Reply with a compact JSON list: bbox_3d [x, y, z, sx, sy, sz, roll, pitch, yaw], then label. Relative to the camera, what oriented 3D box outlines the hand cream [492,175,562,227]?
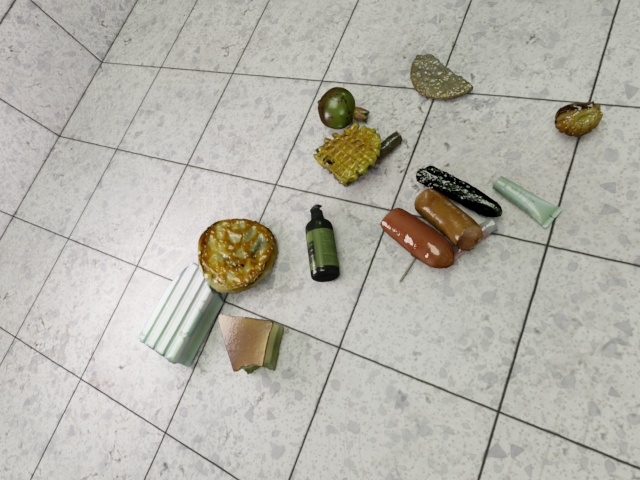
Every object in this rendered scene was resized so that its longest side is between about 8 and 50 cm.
[{"bbox_3d":[0.628,-0.125,1.393,0.078,0.050,0.205,-46,63,-2],"label":"hand cream"}]

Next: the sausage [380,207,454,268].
[{"bbox_3d":[0.314,-0.004,1.438,0.113,0.113,0.259,-48,56,-1],"label":"sausage"}]

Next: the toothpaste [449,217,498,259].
[{"bbox_3d":[0.460,0.002,1.420,0.194,0.043,0.067,-36,57,14],"label":"toothpaste"}]

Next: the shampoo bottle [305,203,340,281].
[{"bbox_3d":[0.000,0.000,1.586,0.101,0.101,0.284,-16,63,17],"label":"shampoo bottle"}]

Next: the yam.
[{"bbox_3d":[0.182,-0.296,1.655,0.274,0.061,0.061,-37,59,5],"label":"yam"}]

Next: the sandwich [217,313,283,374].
[{"bbox_3d":[-0.256,0.356,1.546,0.220,0.108,0.186,4,70,23],"label":"sandwich"}]

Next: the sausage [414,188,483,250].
[{"bbox_3d":[0.395,-0.073,1.423,0.109,0.109,0.270,-41,43,4],"label":"sausage"}]

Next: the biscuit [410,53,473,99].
[{"bbox_3d":[0.420,-0.593,1.681,0.141,0.038,0.290,-39,58,6],"label":"biscuit"}]

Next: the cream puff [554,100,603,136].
[{"bbox_3d":[0.788,-0.370,1.385,0.133,0.119,0.104,4,95,44],"label":"cream puff"}]

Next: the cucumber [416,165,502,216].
[{"bbox_3d":[0.452,-0.157,1.467,0.303,0.081,0.072,35,115,27],"label":"cucumber"}]

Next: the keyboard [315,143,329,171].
[{"bbox_3d":[0.025,-0.321,1.756,0.049,0.015,0.129,-33,60,8],"label":"keyboard"}]

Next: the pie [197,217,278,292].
[{"bbox_3d":[-0.303,0.048,1.671,0.315,0.092,0.315,-1,58,1],"label":"pie"}]

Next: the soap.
[{"bbox_3d":[-0.500,0.263,1.689,0.208,0.115,0.347,21,79,28],"label":"soap"}]

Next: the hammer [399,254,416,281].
[{"bbox_3d":[0.288,0.088,1.474,0.035,0.019,0.110,33,90,30],"label":"hammer"}]

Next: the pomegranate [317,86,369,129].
[{"bbox_3d":[0.086,-0.501,1.739,0.205,0.159,0.159,15,74,1],"label":"pomegranate"}]

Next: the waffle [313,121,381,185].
[{"bbox_3d":[0.094,-0.311,1.645,0.283,0.065,0.309,-6,48,31],"label":"waffle"}]
